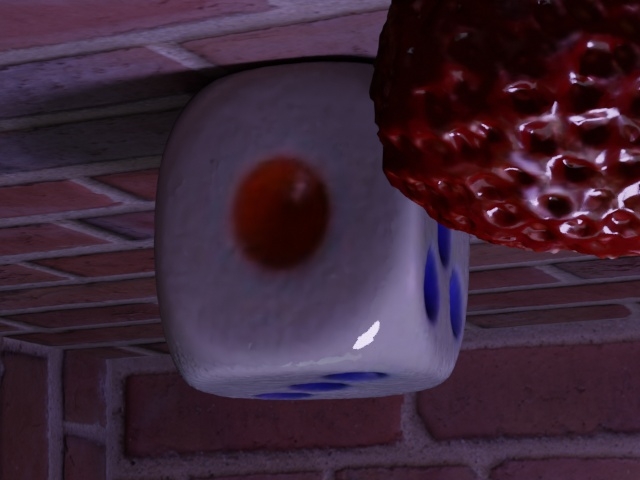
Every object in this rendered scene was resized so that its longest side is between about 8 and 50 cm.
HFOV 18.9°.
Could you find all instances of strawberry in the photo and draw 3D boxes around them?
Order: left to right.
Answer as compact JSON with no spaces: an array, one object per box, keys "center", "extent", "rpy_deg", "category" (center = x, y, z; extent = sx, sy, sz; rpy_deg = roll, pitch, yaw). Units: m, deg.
[{"center":[0.188,-0.132,1.326],"extent":[0.310,0.292,0.292],"rpy_deg":[-2,169,15],"category":"strawberry"}]

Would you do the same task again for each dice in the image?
[{"center":[0.000,0.000,1.966],"extent":[0.277,0.304,0.304],"rpy_deg":[-5,169,16],"category":"dice"}]
